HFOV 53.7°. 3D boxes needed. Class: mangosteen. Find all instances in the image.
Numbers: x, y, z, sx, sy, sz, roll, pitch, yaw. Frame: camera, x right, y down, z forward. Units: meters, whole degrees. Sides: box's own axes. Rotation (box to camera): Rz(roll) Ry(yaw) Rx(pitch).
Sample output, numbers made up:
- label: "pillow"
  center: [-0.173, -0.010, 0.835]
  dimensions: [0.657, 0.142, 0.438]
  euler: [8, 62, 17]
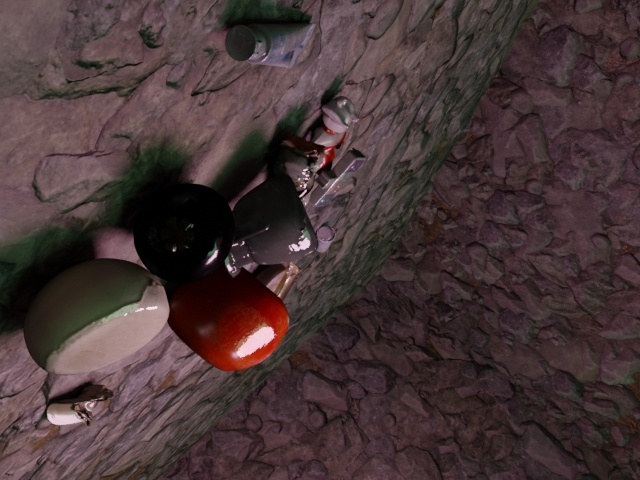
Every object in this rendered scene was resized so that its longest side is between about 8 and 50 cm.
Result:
- label: "mangosteen"
  center: [-0.292, -0.015, 1.366]
  dimensions: [0.243, 0.243, 0.243]
  euler: [-46, 165, -16]

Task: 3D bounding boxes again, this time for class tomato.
- label: "tomato"
  center: [-0.264, 0.209, 1.784]
  dimensions: [0.293, 0.325, 0.290]
  euler: [-37, 136, -13]

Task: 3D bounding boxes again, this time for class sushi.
- label: "sushi"
  center: [-0.071, -0.178, 1.746]
  dimensions: [0.332, 0.124, 0.130]
  euler: [110, 4, -54]

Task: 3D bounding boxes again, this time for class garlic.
- label: "garlic"
  center: [-0.192, 0.190, 2.301]
  dimensions: [0.325, 0.132, 0.279]
  euler: [-53, 165, 1]

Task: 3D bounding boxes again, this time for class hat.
- label: "hat"
  center: [-0.646, 0.425, 1.692]
  dimensions: [0.147, 0.085, 0.175]
  euler: [-44, 146, 22]

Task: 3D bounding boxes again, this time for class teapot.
- label: "teapot"
  center: [-0.162, -0.006, 1.584]
  dimensions: [0.285, 0.223, 0.305]
  euler: [-23, -152, 0]

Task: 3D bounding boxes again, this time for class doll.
- label: "doll"
  center: [0.011, -0.276, 1.851]
  dimensions: [0.188, 0.099, 0.384]
  euler: [-41, 169, -35]

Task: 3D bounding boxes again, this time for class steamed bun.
- label: "steamed bun"
  center: [-0.459, 0.139, 1.279]
  dimensions: [0.283, 0.177, 0.283]
  euler: [-31, 162, -12]

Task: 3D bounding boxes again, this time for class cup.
- label: "cup"
  center: [0.000, 0.000, 2.552]
  dimensions: [0.104, 0.074, 0.116]
  euler: [-17, 158, -21]

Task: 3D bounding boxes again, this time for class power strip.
- label: "power strip"
  center: [0.033, -0.192, 1.939]
  dimensions: [0.216, 0.061, 0.145]
  euler: [-49, 167, 21]

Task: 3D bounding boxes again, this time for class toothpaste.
- label: "toothpaste"
  center: [-0.094, -0.400, 1.289]
  dimensions: [0.114, 0.073, 0.299]
  euler: [-58, 171, 24]
